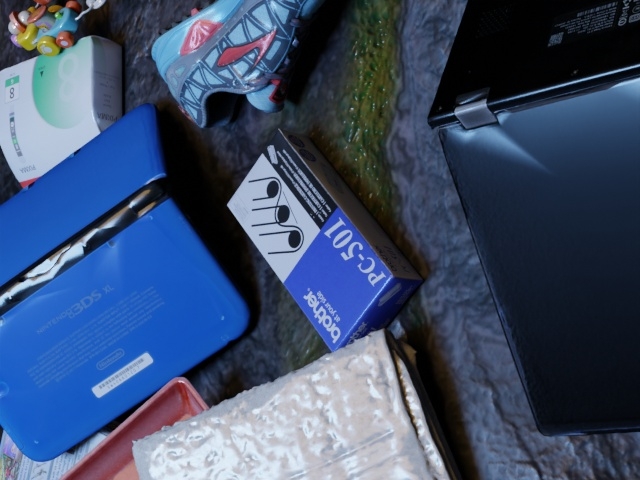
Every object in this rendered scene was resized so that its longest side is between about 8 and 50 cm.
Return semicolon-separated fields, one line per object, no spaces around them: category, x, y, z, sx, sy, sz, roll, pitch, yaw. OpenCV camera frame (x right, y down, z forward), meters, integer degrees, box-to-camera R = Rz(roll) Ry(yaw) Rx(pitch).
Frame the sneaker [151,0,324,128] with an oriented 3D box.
sneaker;-0.045;-0.189;1.268;0.262;0.104;0.125;-27;84;41

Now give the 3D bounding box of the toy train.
toy train;-0.310;-0.274;1.500;0.125;0.046;0.166;-56;37;-3

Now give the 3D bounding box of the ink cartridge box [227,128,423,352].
ink cartridge box;0.000;0.000;1.212;0.097;0.046;0.207;-55;53;23

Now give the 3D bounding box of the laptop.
laptop;0.305;-0.099;0.969;0.382;0.236;0.407;-11;48;41

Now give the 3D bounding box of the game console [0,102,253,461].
game console;-0.235;0.041;1.373;0.293;0.173;0.250;-34;96;14

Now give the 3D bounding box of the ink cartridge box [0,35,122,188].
ink cartridge box;-0.299;-0.103;1.499;0.181;0.056;0.224;-11;75;41

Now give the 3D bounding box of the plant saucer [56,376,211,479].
plant saucer;-0.147;0.304;1.223;0.259;0.048;0.258;-41;66;-1

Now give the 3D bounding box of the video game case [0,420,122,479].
video game case;-0.265;0.317;1.395;0.244;0.061;0.269;17;95;41

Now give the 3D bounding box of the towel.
towel;-0.021;0.209;1.141;0.282;0.049;0.187;-25;74;17
